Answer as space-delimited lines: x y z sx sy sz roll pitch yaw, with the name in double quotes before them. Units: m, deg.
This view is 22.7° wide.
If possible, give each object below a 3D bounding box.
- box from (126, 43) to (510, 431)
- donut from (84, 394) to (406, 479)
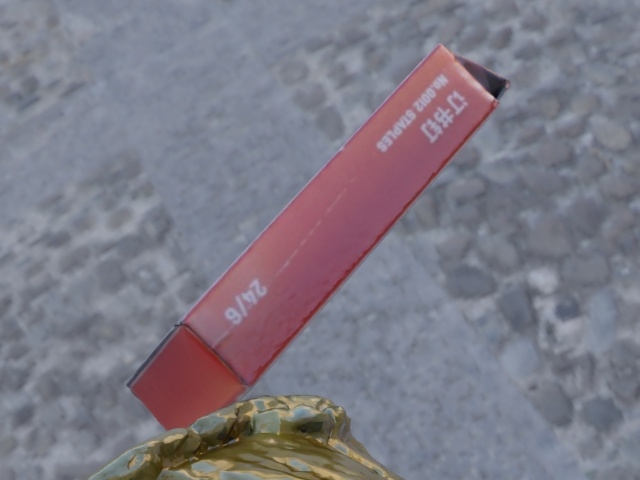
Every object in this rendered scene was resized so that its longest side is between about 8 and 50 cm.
"box" 0.000 -0.001 0.825 0.229 0.050 0.123 -47 1 -29
"donut" -0.009 0.222 0.551 0.160 0.330 0.330 19 56 32
